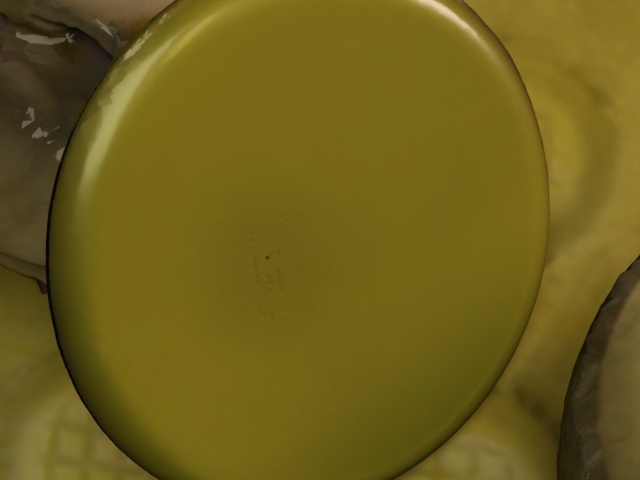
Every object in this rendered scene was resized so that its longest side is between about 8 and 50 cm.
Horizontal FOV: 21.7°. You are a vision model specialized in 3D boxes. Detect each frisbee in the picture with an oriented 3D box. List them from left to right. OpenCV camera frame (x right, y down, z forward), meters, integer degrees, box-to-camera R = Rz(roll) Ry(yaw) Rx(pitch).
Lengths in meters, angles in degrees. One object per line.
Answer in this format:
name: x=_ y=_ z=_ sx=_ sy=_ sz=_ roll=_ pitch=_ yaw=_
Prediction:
frisbee: x=0.000 y=0.000 z=0.684 sx=0.236 sy=0.017 sz=0.235 roll=-7 pitch=105 yaw=-27

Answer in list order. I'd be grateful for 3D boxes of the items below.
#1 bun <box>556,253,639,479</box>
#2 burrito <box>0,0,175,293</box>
bun: x=0.241 y=0.080 z=0.638 sx=0.287 sy=0.146 sz=0.287 roll=-12 pitch=48 yaw=14
burrito: x=-0.190 y=-0.091 z=0.743 sx=0.332 sy=0.135 sz=0.190 roll=19 pitch=85 yaw=12
